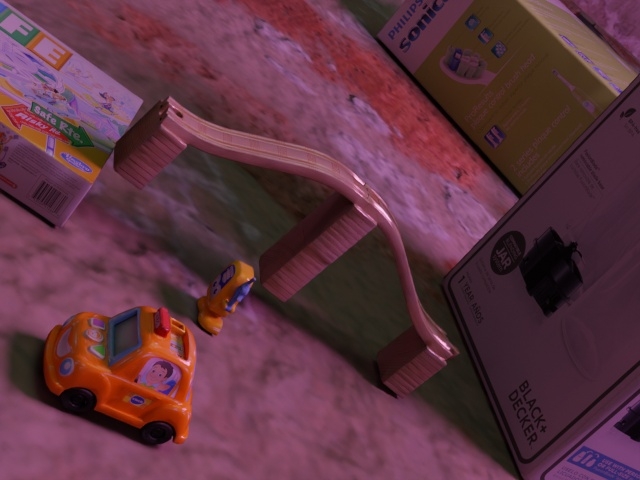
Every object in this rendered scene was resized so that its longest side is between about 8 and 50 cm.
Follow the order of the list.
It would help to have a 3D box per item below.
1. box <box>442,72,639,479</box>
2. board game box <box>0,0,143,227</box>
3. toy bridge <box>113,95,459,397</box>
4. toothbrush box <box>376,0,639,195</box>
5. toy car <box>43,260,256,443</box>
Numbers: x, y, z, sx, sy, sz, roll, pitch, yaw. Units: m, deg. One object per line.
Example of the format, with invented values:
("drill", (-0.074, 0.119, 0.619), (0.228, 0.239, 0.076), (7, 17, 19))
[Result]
("box", (0.206, -0.010, 0.580), (0.087, 0.290, 0.169), (28, 25, -28))
("board game box", (-0.155, -0.079, 0.476), (0.154, 0.026, 0.103), (35, 23, -13))
("toy bridge", (0.000, 0.000, 0.497), (0.188, 0.063, 0.026), (40, 21, -25))
("toothbrush box", (0.219, -0.126, 1.029), (0.206, 0.122, 0.283), (3, 44, -56))
("toy car", (-0.059, 0.025, 0.420), (0.060, 0.040, 0.122), (37, 23, -10))
